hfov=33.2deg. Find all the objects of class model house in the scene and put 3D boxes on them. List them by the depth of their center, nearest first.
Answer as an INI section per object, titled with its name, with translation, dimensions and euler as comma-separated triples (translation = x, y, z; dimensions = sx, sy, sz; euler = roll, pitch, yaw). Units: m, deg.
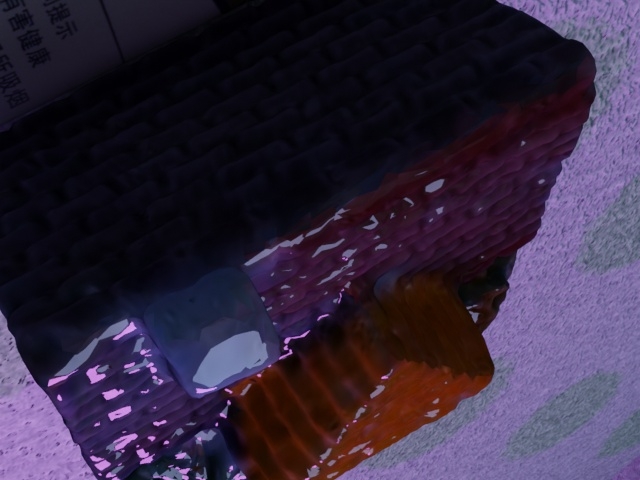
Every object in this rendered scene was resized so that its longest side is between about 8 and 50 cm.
[model house]
translation = 0.000, 0.000, 0.623
dimensions = 0.360, 0.297, 0.339
euler = -28, -173, -14

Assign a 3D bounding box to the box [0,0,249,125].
[box]
translation = -0.112, -0.184, 0.608
dimensions = 0.259, 0.071, 0.168
euler = -28, 150, -9
